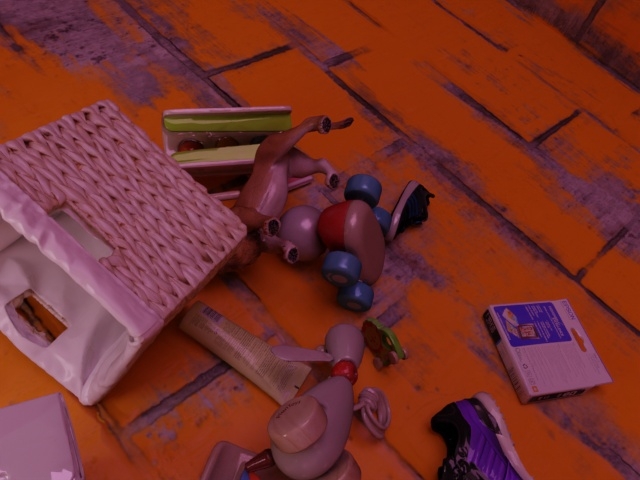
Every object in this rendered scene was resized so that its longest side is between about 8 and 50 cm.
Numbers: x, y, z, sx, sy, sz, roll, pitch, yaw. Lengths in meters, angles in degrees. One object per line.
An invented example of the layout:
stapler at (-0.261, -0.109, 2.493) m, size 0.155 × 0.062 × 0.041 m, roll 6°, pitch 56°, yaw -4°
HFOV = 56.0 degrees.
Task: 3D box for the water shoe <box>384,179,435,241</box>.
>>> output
water shoe at (0.208, -0.064, 1.376) m, size 0.080 × 0.073 × 0.203 m, roll 29°, pitch 50°, yaw 3°

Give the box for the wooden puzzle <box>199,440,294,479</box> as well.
wooden puzzle at (-0.043, 0.480, 0.849) m, size 0.347 × 0.081 × 0.322 m, roll 22°, pitch 49°, yaw 0°

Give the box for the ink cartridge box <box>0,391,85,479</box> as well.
ink cartridge box at (-0.397, 0.316, 0.733) m, size 0.201 × 0.278 × 0.117 m, roll -12°, pitch 57°, yaw -27°

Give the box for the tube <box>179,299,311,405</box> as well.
tube at (-0.137, 0.198, 1.067) m, size 0.240 × 0.062 × 0.070 m, roll 32°, pitch 93°, yaw 3°

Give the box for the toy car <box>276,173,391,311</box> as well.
toy car at (0.000, 0.000, 1.217) m, size 0.237 × 0.210 × 0.219 m, roll 5°, pitch 60°, yaw 22°

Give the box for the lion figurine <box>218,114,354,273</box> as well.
lion figurine at (-0.108, -0.090, 1.151) m, size 0.240 × 0.142 × 0.392 m, roll 11°, pitch 60°, yaw 46°

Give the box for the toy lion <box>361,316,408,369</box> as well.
toy lion at (0.113, 0.188, 1.127) m, size 0.034 × 0.100 × 0.096 m, roll -18°, pitch 78°, yaw -27°

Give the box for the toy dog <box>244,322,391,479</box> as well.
toy dog at (-0.019, 0.270, 0.961) m, size 0.333 × 0.160 × 0.220 m, roll -21°, pitch 92°, yaw -70°

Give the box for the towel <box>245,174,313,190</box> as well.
towel at (-0.125, -0.184, 1.396) m, size 0.144 × 0.029 × 0.197 m, roll -24°, pitch 66°, yaw -32°

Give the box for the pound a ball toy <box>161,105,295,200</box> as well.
pound a ball toy at (-0.212, -0.163, 1.278) m, size 0.318 × 0.135 × 0.208 m, roll -7°, pitch 85°, yaw -16°

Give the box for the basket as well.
basket at (-0.345, 0.018, 0.920) m, size 0.328 × 0.331 × 0.266 m, roll 43°, pitch 48°, yaw -3°

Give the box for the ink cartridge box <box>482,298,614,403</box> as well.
ink cartridge box at (0.467, 0.223, 1.246) m, size 0.208 × 0.045 × 0.206 m, roll -3°, pitch 53°, yaw -19°

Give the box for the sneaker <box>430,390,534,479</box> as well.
sneaker at (0.273, 0.407, 1.007) m, size 0.146 × 0.102 × 0.294 m, roll -8°, pitch 51°, yaw -19°
